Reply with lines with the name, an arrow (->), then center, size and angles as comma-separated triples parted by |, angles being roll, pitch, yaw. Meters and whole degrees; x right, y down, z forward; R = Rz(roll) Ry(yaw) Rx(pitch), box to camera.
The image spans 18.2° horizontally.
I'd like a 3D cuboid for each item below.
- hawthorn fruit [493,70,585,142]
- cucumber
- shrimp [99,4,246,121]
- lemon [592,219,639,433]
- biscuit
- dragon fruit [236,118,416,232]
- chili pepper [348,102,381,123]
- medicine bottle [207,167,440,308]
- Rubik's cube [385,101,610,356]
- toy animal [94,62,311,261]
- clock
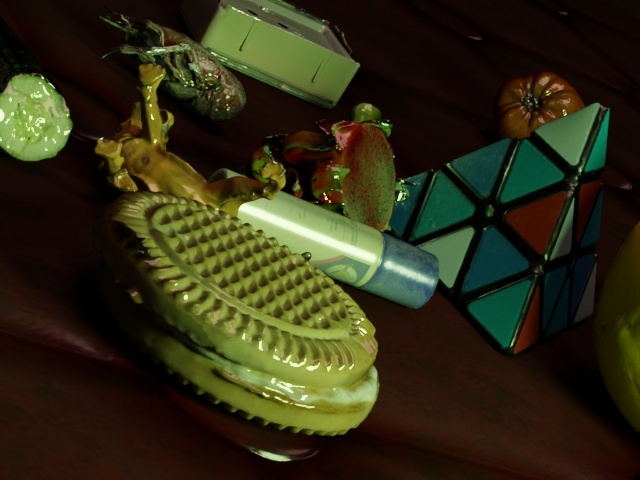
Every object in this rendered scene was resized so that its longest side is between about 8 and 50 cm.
hawthorn fruit -> 0.293, -0.161, 2.623 | 0.140, 0.125, 0.125 | 9, 27, -44
cucumber -> -0.288, -0.150, 1.764 | 0.074, 0.074, 0.241 | 18, 19, -34
shrimp -> -0.158, -0.185, 2.072 | 0.190, 0.075, 0.073 | 40, 51, 10
lemon -> 0.399, 0.077, 1.877 | 0.297, 0.297, 0.297 | 27, 18, -10
biscuit -> -0.064, 0.053, 1.546 | 0.259, 0.079, 0.259 | 27, 18, -10
dragon fruit -> 0.008, -0.071, 1.937 | 0.175, 0.142, 0.138 | 10, 54, 2
chili pepper -> 0.049, -0.096, 2.174 | 0.050, 0.052, 0.201 | -2, 24, -2
medicine bottle -> 0.000, 0.000, 1.825 | 0.231, 0.059, 0.059 | 22, 19, -24
Rubik's cube -> 0.231, 0.051, 2.035 | 0.234, 0.284, 0.250 | 42, 30, -46
toy animal -> -0.109, -0.037, 1.717 | 0.255, 0.114, 0.116 | 41, -19, 29
clock -> -0.062, -0.241, 2.359 | 0.192, 0.071, 0.147 | 22, 19, -25
